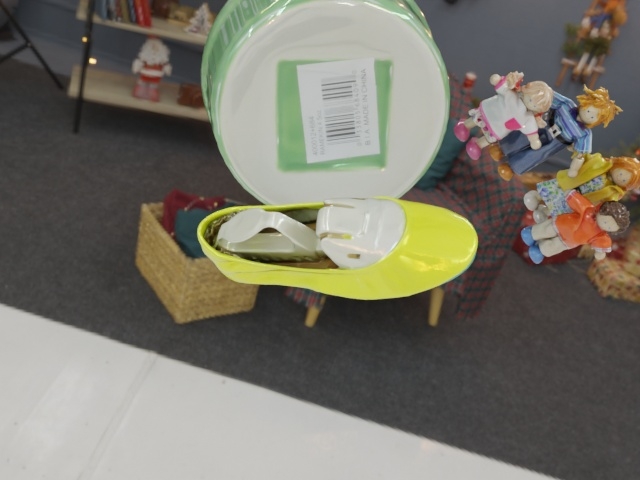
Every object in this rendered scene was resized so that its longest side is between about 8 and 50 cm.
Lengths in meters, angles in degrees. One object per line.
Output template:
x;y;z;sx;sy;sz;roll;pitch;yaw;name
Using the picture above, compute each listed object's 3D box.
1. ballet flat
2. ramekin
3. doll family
0.000;0.000;0.555;0.230;0.077;0.077;-1;-28;33;ballet flat
0.007;-0.171;0.868;0.303;0.304;0.148;11;25;-13;ramekin
0.300;-0.107;0.899;0.118;0.163;0.263;-39;97;-40;doll family
